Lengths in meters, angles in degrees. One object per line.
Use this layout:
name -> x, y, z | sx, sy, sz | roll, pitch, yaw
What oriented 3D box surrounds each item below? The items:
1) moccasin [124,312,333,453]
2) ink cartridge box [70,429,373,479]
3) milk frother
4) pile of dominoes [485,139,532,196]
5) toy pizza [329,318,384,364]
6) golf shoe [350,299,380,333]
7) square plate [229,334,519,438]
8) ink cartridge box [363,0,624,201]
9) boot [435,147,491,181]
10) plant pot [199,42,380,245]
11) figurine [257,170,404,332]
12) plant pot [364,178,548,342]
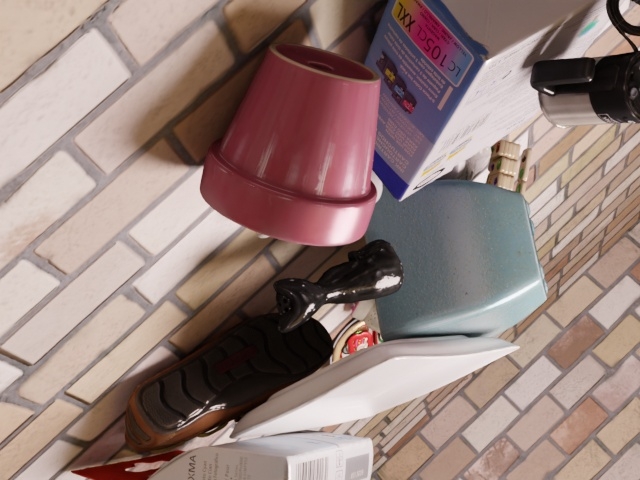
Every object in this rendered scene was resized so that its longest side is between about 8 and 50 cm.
moccasin -> -0.138, 0.228, 1.468 | 0.380, 0.139, 0.147 | -31, 165, -37
ink cartridge box -> -0.149, 0.346, 1.479 | 0.308, 0.385, 0.091 | 12, 82, -64
milk frother -> 0.322, -0.208, 1.046 | 0.129, 0.135, 0.143 | 33, 77, -29
pile of dominoes -> 0.306, -0.051, 1.655 | 0.196, 0.040, 0.251 | 159, -57, -79
toy pizza -> 0.114, 0.226, 1.907 | 0.201, 0.032, 0.201 | -14, 126, -20
golf shoe -> 0.196, 0.118, 1.834 | 0.306, 0.140, 0.115 | -25, 149, -41
square plate -> 0.084, 0.221, 1.439 | 0.344, 0.049, 0.347 | -33, 157, 36
ink cartridge box -> 0.189, -0.217, 1.174 | 0.270, 0.151, 0.395 | -31, 164, -23
boot -> 0.221, -0.149, 1.507 | 0.123, 0.095, 0.258 | -46, 166, -13
plant pot -> -0.018, -0.116, 1.036 | 0.201, 0.201, 0.180 | -12, 126, -52
figurine -> 0.000, 0.000, 1.274 | 0.209, 0.215, 0.092 | -20, -170, -38
plant pot -> 0.224, 0.038, 1.477 | 0.252, 0.248, 0.247 | -12, 161, 13
